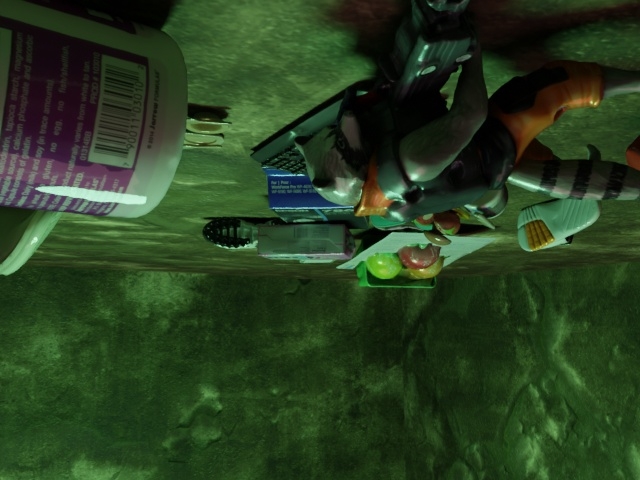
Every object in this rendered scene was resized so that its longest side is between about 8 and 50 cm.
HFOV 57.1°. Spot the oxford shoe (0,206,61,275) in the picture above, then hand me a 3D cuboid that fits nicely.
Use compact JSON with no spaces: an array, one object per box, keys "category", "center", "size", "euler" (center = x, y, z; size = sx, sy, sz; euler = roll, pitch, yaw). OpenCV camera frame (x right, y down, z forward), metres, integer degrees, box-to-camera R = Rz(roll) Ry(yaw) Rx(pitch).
[{"category":"oxford shoe","center":[-0.651,-0.020,1.210],"size":[0.450,0.169,0.130],"euler":[-12,130,48]}]

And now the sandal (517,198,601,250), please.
[{"category":"sandal","center":[0.514,-0.035,1.241],"size":[0.076,0.101,0.265],"euler":[5,169,-16]}]

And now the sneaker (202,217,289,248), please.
[{"category":"sneaker","center":[-0.172,-0.012,1.464],"size":[0.235,0.078,0.106],"euler":[-2,169,-4]}]

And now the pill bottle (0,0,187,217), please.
[{"category":"pill bottle","center":[-0.269,-0.113,0.438],"size":[0.302,0.169,0.169],"euler":[6,170,-36]}]

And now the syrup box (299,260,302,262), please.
[{"category":"syrup box","center":[0.000,0.000,1.487],"size":[0.093,0.096,0.237],"euler":[-1,172,-7]}]

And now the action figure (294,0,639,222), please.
[{"category":"action figure","center":[0.143,-0.099,0.520],"size":[0.331,0.178,0.341],"euler":[-10,166,-1]}]

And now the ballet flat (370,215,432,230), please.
[{"category":"ballet flat","center":[0.204,-0.058,1.222],"size":[0.079,0.076,0.222],"euler":[-17,-170,-42]}]

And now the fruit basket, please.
[{"category":"fruit basket","center":[0.257,0.030,1.662],"size":[0.327,0.165,0.353],"euler":[3,156,-22]}]

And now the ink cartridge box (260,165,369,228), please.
[{"category":"ink cartridge box","center":[0.002,-0.072,1.111],"size":[0.166,0.065,0.333],"euler":[-1,171,9]}]

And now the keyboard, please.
[{"category":"keyboard","center":[0.051,-0.132,0.806],"size":[0.202,0.033,0.317],"euler":[4,172,-29]}]

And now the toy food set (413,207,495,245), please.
[{"category":"toy food set","center":[0.180,-0.040,1.015],"size":[0.218,0.071,0.128],"euler":[24,-178,21]}]

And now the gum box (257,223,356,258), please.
[{"category":"gum box","center":[-0.025,0.005,1.211],"size":[0.189,0.062,0.107],"euler":[-1,173,11]}]

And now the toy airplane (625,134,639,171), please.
[{"category":"toy airplane","center":[0.584,0.027,0.697],"size":[0.387,0.384,0.272],"euler":[-3,161,8]}]

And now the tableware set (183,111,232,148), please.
[{"category":"tableware set","center":[-0.189,-0.143,0.756],"size":[0.141,0.020,0.169],"euler":[2,172,-17]}]

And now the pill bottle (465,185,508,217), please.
[{"category":"pill bottle","center":[0.277,-0.080,1.002],"size":[0.078,0.078,0.137],"euler":[-4,171,23]}]
